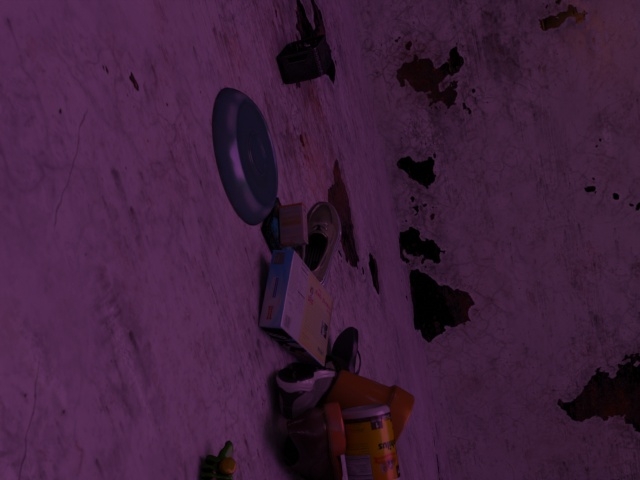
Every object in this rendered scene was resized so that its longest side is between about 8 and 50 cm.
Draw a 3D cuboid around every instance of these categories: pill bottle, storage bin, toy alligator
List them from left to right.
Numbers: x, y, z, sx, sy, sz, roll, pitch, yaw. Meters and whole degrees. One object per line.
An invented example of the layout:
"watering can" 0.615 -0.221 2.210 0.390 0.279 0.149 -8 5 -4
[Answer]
"toy alligator" -0.177 0.424 1.178 0.051 0.056 0.190 18 55 -24
"storage bin" -0.044 -0.530 2.076 0.180 0.122 0.084 -71 147 -60
"pill bottle" 0.113 0.480 1.581 0.117 0.117 0.215 18 63 -73

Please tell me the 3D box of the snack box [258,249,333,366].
"snack box" -0.049 0.173 1.717 0.322 0.060 0.187 55 40 -58

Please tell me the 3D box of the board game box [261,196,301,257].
"board game box" -0.095 0.003 1.762 0.126 0.026 0.186 -80 155 -50

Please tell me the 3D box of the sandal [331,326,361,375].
"sandal" 0.075 0.375 2.028 0.054 0.097 0.255 20 66 -35

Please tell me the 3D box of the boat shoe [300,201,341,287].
"boat shoe" 0.000 0.000 1.927 0.094 0.109 0.302 91 4 -51

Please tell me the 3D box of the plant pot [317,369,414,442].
"plant pot" 0.098 0.420 1.744 0.205 0.187 0.205 -58 178 -3

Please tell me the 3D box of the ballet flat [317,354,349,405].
"ballet flat" 0.035 0.423 1.886 0.096 0.095 0.281 52 20 -42

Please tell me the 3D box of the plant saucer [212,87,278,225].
"plant saucer" -0.159 -0.193 1.616 0.317 0.043 0.318 -10 90 -74

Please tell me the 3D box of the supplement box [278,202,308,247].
"supplement box" -0.065 -0.037 1.720 0.036 0.062 0.099 48 37 -66

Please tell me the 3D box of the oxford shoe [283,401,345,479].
"oxford shoe" -0.020 0.477 1.611 0.364 0.132 0.130 90 -11 -48

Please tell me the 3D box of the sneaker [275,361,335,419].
"sneaker" -0.038 0.347 1.665 0.271 0.100 0.108 3 92 -71
